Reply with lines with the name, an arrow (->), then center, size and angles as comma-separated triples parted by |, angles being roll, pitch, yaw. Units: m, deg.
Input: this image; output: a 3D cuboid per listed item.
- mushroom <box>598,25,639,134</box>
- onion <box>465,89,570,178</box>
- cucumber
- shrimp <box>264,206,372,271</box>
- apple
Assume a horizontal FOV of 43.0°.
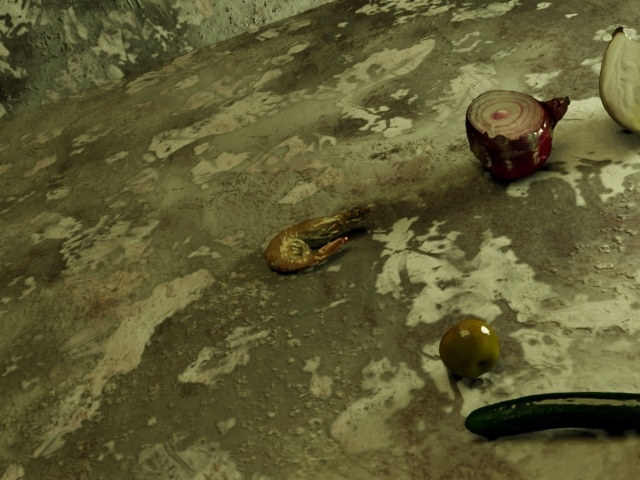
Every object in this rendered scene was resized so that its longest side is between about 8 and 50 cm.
mushroom -> 0.645, -0.281, 1.622 | 0.236, 0.173, 0.162 | 26, 0, 6
onion -> 0.407, -0.221, 1.633 | 0.218, 0.139, 0.195 | -24, 35, -7
cucumber -> 0.329, 0.226, 1.069 | 0.284, 0.056, 0.056 | -9, 33, 19
shrimp -> -0.001, -0.003, 1.615 | 0.236, 0.053, 0.133 | -21, 29, 6
apple -> 0.220, 0.159, 1.201 | 0.090, 0.089, 0.074 | -24, 44, -6
